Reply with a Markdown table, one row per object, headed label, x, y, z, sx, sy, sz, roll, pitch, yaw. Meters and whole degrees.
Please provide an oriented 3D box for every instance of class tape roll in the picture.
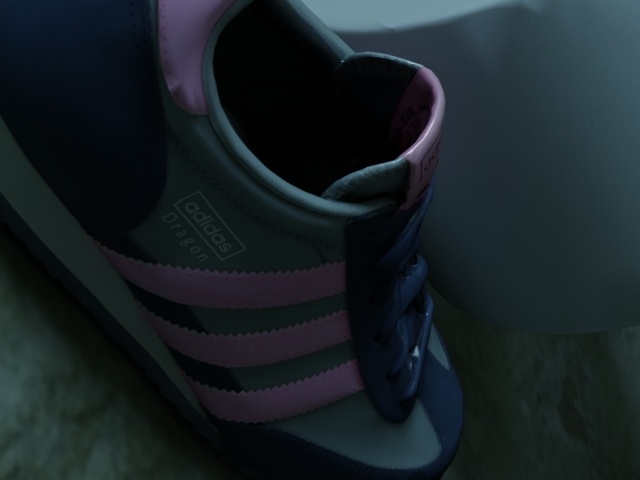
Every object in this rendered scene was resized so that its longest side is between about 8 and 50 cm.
| label | x | y | z | sx | sy | sz | roll | pitch | yaw |
| --- | --- | --- | --- | --- | --- | --- | --- | --- | --- |
| tape roll | 0.116 | -0.102 | 0.834 | 0.169 | 0.246 | 0.246 | 57 | 32 | -31 |

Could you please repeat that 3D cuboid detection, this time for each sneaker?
| label | x | y | z | sx | sy | sz | roll | pitch | yaw |
| --- | --- | --- | --- | --- | --- | --- | --- | --- | --- |
| sneaker | 0.000 | 0.000 | 0.680 | 0.319 | 0.131 | 0.112 | 47 | 39 | -46 |
